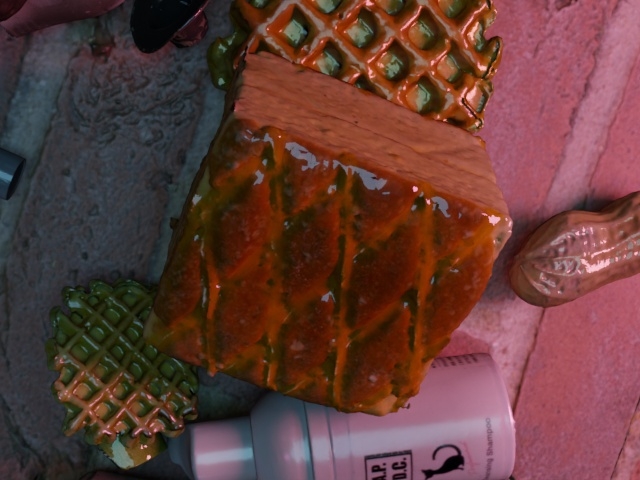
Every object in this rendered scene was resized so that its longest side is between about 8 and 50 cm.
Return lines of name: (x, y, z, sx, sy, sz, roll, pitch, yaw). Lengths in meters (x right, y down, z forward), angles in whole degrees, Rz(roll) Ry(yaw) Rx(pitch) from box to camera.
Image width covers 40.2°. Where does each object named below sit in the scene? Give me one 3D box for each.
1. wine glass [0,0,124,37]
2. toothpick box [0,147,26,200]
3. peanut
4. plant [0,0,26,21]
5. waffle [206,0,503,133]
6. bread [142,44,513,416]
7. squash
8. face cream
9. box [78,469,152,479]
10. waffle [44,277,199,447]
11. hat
wine glass: (-0.229, -0.284, 0.890, 0.222, 0.103, 0.103, -22, 99, 2)
toothpick box: (-0.363, -0.081, 0.929, 0.083, 0.052, 0.052, 24, 94, -9)
peanut: (0.313, 0.005, 0.994, 0.214, 0.090, 0.099, -21, 89, -6)
plant: (-0.280, -0.341, 0.755, 0.199, 0.188, 0.276, 34, 90, -1)
waffle: (0.040, -0.207, 0.949, 0.325, 0.068, 0.302, -1, 97, -7)
bread: (0.000, 0.000, 0.861, 0.279, 0.207, 0.279, 23, 117, -12)
squash: (-0.244, 0.154, 0.964, 0.075, 0.090, 0.200, -26, 86, 29)
face cream: (0.014, 0.218, 0.960, 0.369, 0.145, 0.145, -8, 98, -5)
box: (-0.214, 0.408, 0.954, 0.182, 0.175, 0.312, 15, 96, 1)
waffle: (-0.206, 0.127, 0.929, 0.169, 0.036, 0.183, 7, 65, -29)
hat: (-0.147, -0.239, 0.927, 0.121, 0.121, 0.050, -43, 138, 0)
